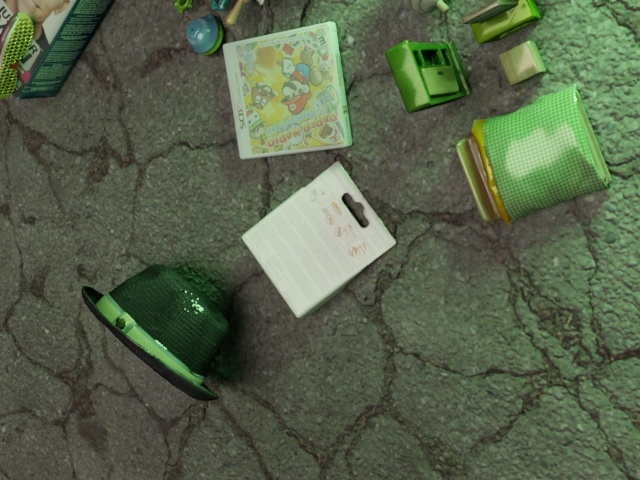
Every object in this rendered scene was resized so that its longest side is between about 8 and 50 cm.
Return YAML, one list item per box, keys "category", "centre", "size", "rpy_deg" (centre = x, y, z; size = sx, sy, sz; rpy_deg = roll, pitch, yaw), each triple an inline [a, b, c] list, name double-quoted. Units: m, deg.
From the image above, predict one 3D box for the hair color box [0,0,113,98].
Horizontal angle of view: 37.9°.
- category: "hair color box"
  centre: [-0.520, -0.455, 1.797]
  size: [0.174, 0.105, 0.347]
  rpy_deg: [50, 121, 13]

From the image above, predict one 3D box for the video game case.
- category: "video game case"
  centre: [-0.060, -0.251, 1.598]
  size: [0.227, 0.026, 0.206]
  rpy_deg: [-3, 99, 33]

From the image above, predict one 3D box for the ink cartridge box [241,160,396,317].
- category: "ink cartridge box"
  centre: [0.000, 0.000, 1.616]
  size: [0.224, 0.056, 0.181]
  rpy_deg: [-38, 79, 14]

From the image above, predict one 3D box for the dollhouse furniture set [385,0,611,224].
- category: "dollhouse furniture set"
  centre: [0.258, -0.174, 1.339]
  size: [0.197, 0.151, 0.302]
  rpy_deg: [-22, 89, 34]

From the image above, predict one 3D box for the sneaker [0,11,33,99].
- category: "sneaker"
  centre: [-0.610, -0.362, 1.769]
  size: [0.084, 0.069, 0.185]
  rpy_deg: [37, 118, 12]

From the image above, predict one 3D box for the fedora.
- category: "fedora"
  centre: [-0.279, 0.147, 1.729]
  size: [0.334, 0.334, 0.152]
  rpy_deg: [38, 83, 20]

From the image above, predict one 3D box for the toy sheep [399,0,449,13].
- category: "toy sheep"
  centre: [0.153, -0.387, 1.399]
  size: [0.091, 0.091, 0.132]
  rpy_deg: [-55, 53, 29]

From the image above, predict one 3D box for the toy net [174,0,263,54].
- category: "toy net"
  centre: [-0.154, -0.421, 1.614]
  size: [0.232, 0.045, 0.122]
  rpy_deg: [-25, 69, 31]
